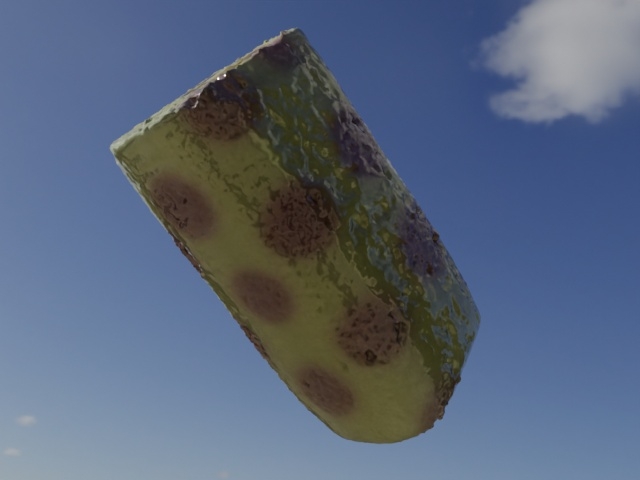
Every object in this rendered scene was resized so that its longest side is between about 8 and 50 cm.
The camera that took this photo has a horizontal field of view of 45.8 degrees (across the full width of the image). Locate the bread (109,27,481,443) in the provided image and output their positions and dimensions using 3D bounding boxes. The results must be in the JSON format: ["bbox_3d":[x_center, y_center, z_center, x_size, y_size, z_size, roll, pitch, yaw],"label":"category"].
[{"bbox_3d":[0.000,0.000,0.655,0.155,0.187,0.338,-19,-67,38],"label":"bread"}]
